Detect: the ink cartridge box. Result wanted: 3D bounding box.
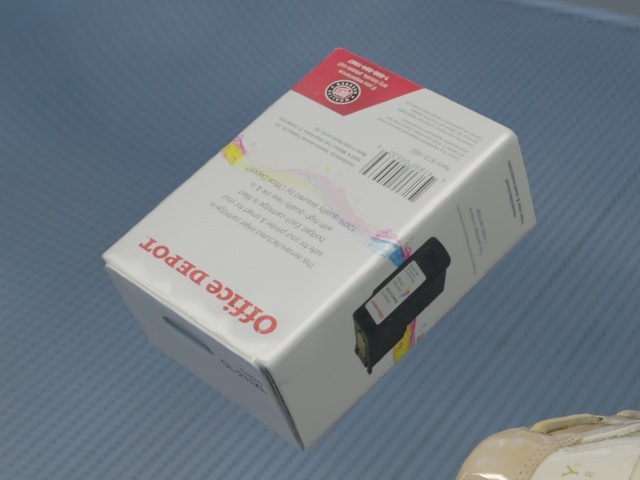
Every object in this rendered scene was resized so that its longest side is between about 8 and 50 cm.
[{"bbox_3d":[0.000,0.000,0.826,0.175,0.072,0.127,-43,50,-20],"label":"ink cartridge box"}]

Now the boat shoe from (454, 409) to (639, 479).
[{"bbox_3d":[0.130,0.119,0.699,0.098,0.109,0.302,14,-4,22],"label":"boat shoe"}]
